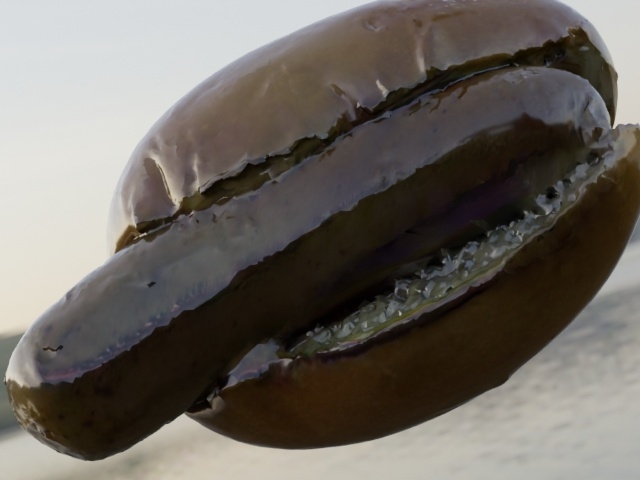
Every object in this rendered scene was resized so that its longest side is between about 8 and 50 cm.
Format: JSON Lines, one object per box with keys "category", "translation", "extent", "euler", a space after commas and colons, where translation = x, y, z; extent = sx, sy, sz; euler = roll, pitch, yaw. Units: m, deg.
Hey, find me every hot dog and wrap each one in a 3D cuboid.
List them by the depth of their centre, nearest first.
{"category": "hot dog", "translation": [0.000, -0.002, 0.377], "extent": [0.140, 0.090, 0.060], "euler": [-21, -16, 15]}
